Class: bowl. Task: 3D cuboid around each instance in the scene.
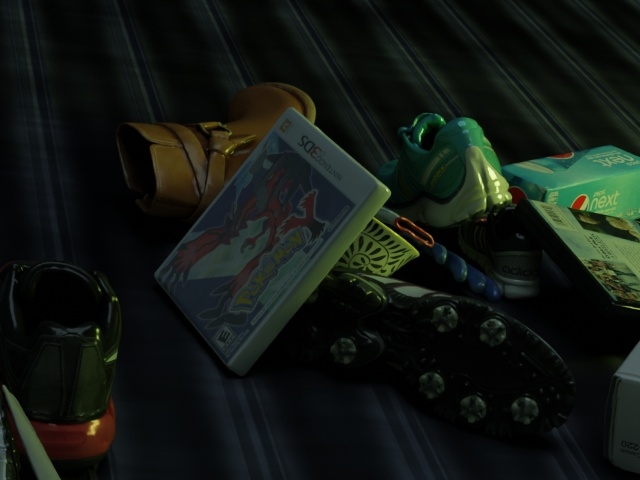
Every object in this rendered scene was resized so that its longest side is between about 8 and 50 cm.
[{"bbox_3d":[0.000,0.000,1.693,0.170,0.080,0.170,33,-3,2],"label":"bowl"}]

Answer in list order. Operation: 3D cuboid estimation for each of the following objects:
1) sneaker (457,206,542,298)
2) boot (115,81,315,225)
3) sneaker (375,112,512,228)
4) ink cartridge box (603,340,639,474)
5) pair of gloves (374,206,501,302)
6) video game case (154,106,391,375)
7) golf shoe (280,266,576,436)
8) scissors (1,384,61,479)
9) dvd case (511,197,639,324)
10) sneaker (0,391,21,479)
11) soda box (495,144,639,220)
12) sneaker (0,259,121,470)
[{"bbox_3d":[0.186,-0.006,1.836,0.063,0.075,0.170,5,22,-14],"label":"sneaker"},{"bbox_3d":[-0.110,-0.089,1.870,0.220,0.109,0.283,5,35,-25],"label":"boot"},{"bbox_3d":[0.121,-0.078,1.859,0.107,0.110,0.275,-19,6,-15],"label":"sneaker"},{"bbox_3d":[0.349,0.121,1.533,0.158,0.092,0.218,13,31,24],"label":"ink cartridge box"},{"bbox_3d":[0.086,-0.004,1.753,0.198,0.023,0.159,33,1,-31],"label":"pair of gloves"},{"bbox_3d":[-0.047,-0.004,1.583,0.023,0.201,0.183,36,5,-36],"label":"video game case"},{"bbox_3d":[0.101,0.080,1.558,0.272,0.105,0.120,21,17,22],"label":"golf shoe"},{"bbox_3d":[-0.156,0.196,1.147,0.109,0.021,0.297,-11,49,-46],"label":"scissors"},{"bbox_3d":[0.328,0.033,1.783,0.253,0.022,0.180,10,30,-34],"label":"dvd case"},{"bbox_3d":[-0.244,0.174,1.211,0.094,0.081,0.208,-14,29,-9],"label":"sneaker"},{"bbox_3d":[0.279,-0.053,2.008,0.071,0.067,0.210,29,27,37],"label":"soda box"},{"bbox_3d":[-0.209,0.062,1.406,0.097,0.135,0.276,2,22,-16],"label":"sneaker"}]
